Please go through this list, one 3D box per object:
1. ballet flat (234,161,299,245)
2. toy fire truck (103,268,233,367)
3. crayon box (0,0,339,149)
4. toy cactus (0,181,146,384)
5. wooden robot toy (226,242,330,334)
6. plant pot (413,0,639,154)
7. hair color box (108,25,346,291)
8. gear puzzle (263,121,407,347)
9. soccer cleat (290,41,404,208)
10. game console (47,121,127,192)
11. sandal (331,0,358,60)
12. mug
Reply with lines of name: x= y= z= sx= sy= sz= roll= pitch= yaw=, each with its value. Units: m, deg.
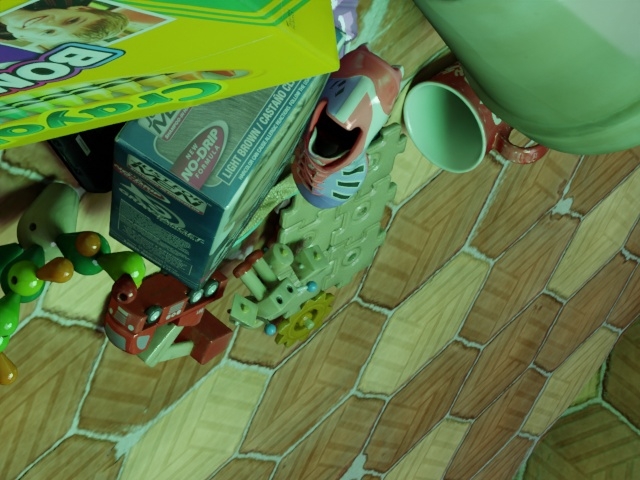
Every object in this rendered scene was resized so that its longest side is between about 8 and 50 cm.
ballet flat: x=-0.069 y=-0.057 z=1.920 sx=0.206 sy=0.073 sz=0.067 roll=-40 pitch=129 yaw=-32
toy fire truck: x=-0.156 y=0.086 z=1.979 sx=0.192 sy=0.047 sz=0.135 roll=-25 pitch=147 yaw=-48
crayon box: x=-0.212 y=-0.143 z=1.153 sx=0.363 sy=0.106 sz=0.313 roll=-11 pitch=166 yaw=19
toy cactus: x=-0.233 y=0.024 z=1.607 sx=0.112 sy=0.219 sz=0.180 roll=56 pitch=29 yaw=-29
wooden robot toy: x=-0.066 y=0.056 z=2.023 sx=0.079 sy=0.076 sz=0.173 roll=-38 pitch=-176 yaw=40
plant pot: x=0.218 y=-0.275 z=1.849 sx=0.280 sy=0.323 sz=0.323 roll=22 pitch=106 yaw=-50
hair color box: x=-0.087 y=-0.080 z=1.601 sx=0.174 sy=0.105 sz=0.347 roll=-57 pitch=179 yaw=-13
gear puzzle: x=0.000 y=0.000 z=2.151 sx=0.175 sy=0.044 sz=0.339 roll=-29 pitch=149 yaw=-29
soccer cleat: x=0.009 y=-0.088 z=1.775 sx=0.095 sy=0.083 sz=0.248 roll=-52 pitch=176 yaw=-30
game console: x=-0.212 y=-0.130 z=1.532 sx=0.213 sy=0.044 sz=0.361 roll=-50 pitch=158 yaw=-10
sandal: x=0.006 y=-0.218 z=1.724 sx=0.169 sy=0.102 sz=0.416 roll=-45 pitch=161 yaw=-19
mug: x=0.199 y=-0.151 z=2.174 sx=0.169 sy=0.150 sz=0.113 roll=-39 pitch=180 yaw=-38
